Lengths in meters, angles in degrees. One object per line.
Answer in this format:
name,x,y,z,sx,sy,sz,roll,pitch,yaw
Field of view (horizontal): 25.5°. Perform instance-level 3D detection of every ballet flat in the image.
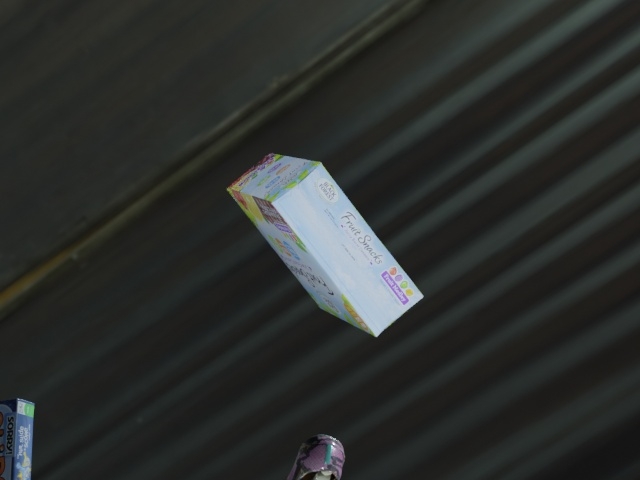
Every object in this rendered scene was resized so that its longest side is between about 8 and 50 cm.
ballet flat,-0.023,0.345,1.806,0.077,0.221,0.079,18,34,-4

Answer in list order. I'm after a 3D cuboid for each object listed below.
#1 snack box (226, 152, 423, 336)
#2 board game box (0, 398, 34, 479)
snack box,0.000,0.000,1.451,0.174,0.070,0.207,52,-8,-15
board game box,-0.398,0.291,1.633,0.035,0.136,0.201,33,51,-58
